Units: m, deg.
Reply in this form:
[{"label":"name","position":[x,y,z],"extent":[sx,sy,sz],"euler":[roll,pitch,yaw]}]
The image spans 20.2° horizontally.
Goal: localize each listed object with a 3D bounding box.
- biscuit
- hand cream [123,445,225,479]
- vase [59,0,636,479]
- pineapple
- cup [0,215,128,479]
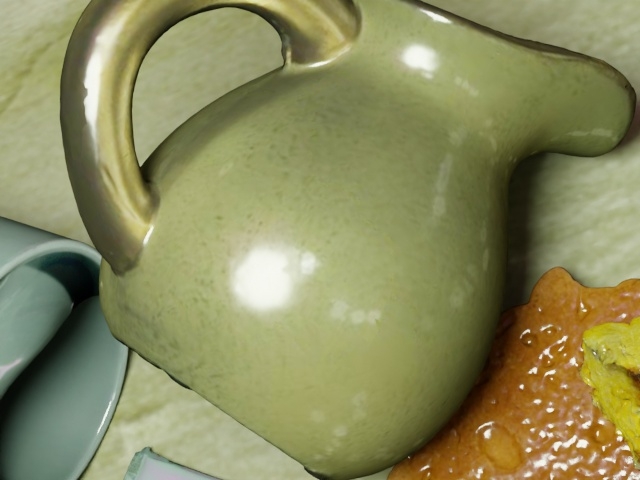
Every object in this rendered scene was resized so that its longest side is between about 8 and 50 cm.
[{"label":"biscuit","position":[0.162,0.107,1.107],"extent":[0.280,0.043,0.183],"euler":[-33,60,10]},{"label":"hand cream","position":[-0.027,0.209,1.160],"extent":[0.275,0.050,0.079],"euler":[15,52,31]},{"label":"vase","position":[-0.008,-0.045,1.066],"extent":[0.302,0.329,0.241],"euler":[-56,29,-5]},{"label":"pineapple","position":[0.216,0.074,1.045],"extent":[0.114,0.077,0.114],"euler":[-35,67,-9]},{"label":"cup","position":[-0.311,0.056,1.235],"extent":[0.312,0.205,0.205],"euler":[19,81,28]}]
